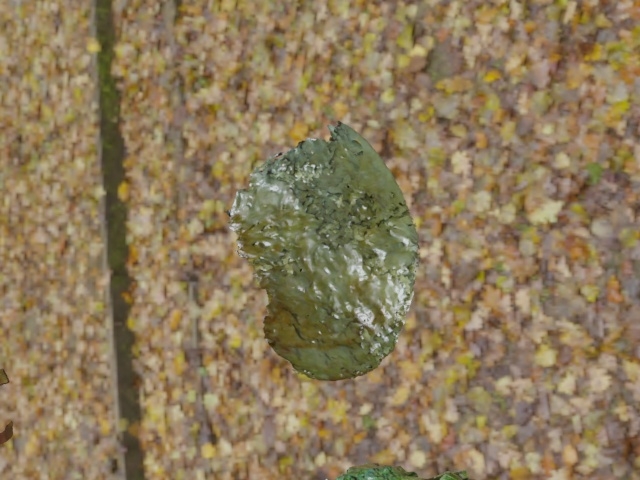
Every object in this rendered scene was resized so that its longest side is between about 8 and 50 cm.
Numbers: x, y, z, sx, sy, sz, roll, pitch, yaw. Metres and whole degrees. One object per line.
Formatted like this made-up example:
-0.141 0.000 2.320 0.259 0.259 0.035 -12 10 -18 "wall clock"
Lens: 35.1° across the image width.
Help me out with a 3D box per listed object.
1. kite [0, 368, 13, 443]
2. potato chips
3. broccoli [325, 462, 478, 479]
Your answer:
-0.337 0.136 0.551 0.022 0.360 0.204 27 131 42 "kite"
0.000 0.000 0.670 0.026 0.142 0.209 93 -162 -51 "potato chips"
0.044 0.266 0.612 0.270 0.270 0.270 -2 81 11 "broccoli"
